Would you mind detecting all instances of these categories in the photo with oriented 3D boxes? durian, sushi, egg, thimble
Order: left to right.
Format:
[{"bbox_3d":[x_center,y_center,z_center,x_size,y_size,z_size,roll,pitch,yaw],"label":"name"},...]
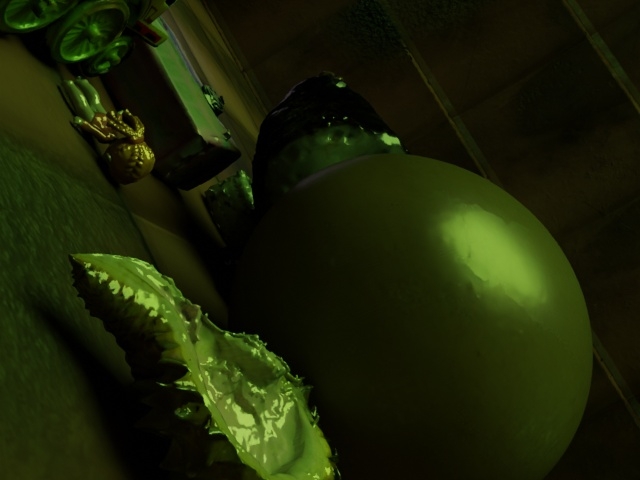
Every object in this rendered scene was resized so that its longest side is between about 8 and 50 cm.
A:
[{"bbox_3d":[-0.079,0.094,0.511,0.224,0.078,0.140,47,21,-20],"label":"durian"},{"bbox_3d":[-0.097,-0.031,1.093,0.110,0.062,0.084,58,6,-18],"label":"thimble"},{"bbox_3d":[0.000,0.000,0.973,0.207,0.234,0.348,-119,-161,-58],"label":"sushi"},{"bbox_3d":[0.077,0.085,0.739,0.301,0.301,0.374,63,-2,33],"label":"egg"}]

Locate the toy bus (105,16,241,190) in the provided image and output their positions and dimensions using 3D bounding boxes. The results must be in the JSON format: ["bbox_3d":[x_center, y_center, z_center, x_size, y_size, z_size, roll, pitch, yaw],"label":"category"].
[{"bbox_3d":[-0.192,-0.194,0.958,0.274,0.090,0.112,60,11,14],"label":"toy bus"}]

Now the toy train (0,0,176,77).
[{"bbox_3d":[-0.196,-0.233,0.740,0.100,0.160,0.296,53,5,2],"label":"toy train"}]

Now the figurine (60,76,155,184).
[{"bbox_3d":[-0.185,-0.099,0.745,0.109,0.047,0.064,54,33,6],"label":"figurine"}]
